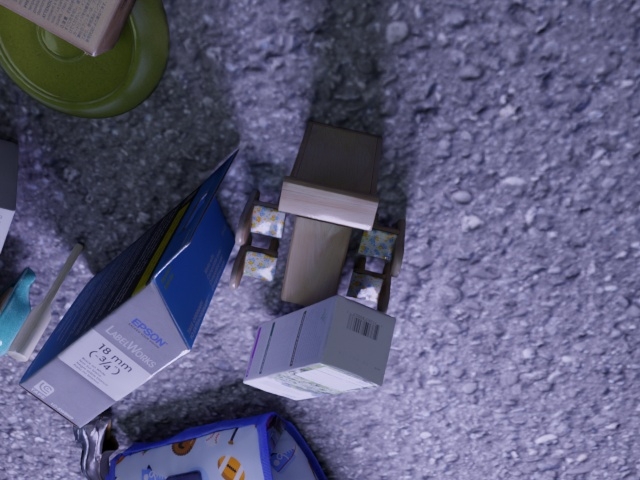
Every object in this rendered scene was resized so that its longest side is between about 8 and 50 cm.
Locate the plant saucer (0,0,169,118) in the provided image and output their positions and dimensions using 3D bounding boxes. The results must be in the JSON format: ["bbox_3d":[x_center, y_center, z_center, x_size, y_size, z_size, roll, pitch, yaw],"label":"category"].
[{"bbox_3d":[-0.304,-0.252,0.889,0.241,0.037,0.241,4,123,6],"label":"plant saucer"}]

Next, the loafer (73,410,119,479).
[{"bbox_3d":[-0.382,0.363,1.284,0.061,0.062,0.170,0,124,3],"label":"loafer"}]

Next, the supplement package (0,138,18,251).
[{"bbox_3d":[-0.519,0.001,0.928,0.199,0.198,0.263,16,114,-29],"label":"supplement package"}]

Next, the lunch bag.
[{"bbox_3d":[-0.147,0.490,1.234,0.328,0.239,0.385,-18,102,20],"label":"lunch bag"}]

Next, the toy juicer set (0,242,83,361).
[{"bbox_3d":[-0.484,0.143,1.068,0.089,0.209,0.329,37,121,-25],"label":"toy juicer set"}]

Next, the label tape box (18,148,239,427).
[{"bbox_3d":[-0.208,0.063,0.954,0.333,0.240,0.106,-36,111,27],"label":"label tape box"}]

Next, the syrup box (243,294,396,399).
[{"bbox_3d":[-0.008,0.152,1.002,0.093,0.096,0.237,24,155,-22],"label":"syrup box"}]

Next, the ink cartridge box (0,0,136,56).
[{"bbox_3d":[-0.262,-0.344,0.765,0.193,0.088,0.235,29,108,-10],"label":"ink cartridge box"}]

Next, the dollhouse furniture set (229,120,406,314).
[{"bbox_3d":[0.000,0.000,0.930,0.212,0.161,0.242,12,124,0],"label":"dollhouse furniture set"}]
